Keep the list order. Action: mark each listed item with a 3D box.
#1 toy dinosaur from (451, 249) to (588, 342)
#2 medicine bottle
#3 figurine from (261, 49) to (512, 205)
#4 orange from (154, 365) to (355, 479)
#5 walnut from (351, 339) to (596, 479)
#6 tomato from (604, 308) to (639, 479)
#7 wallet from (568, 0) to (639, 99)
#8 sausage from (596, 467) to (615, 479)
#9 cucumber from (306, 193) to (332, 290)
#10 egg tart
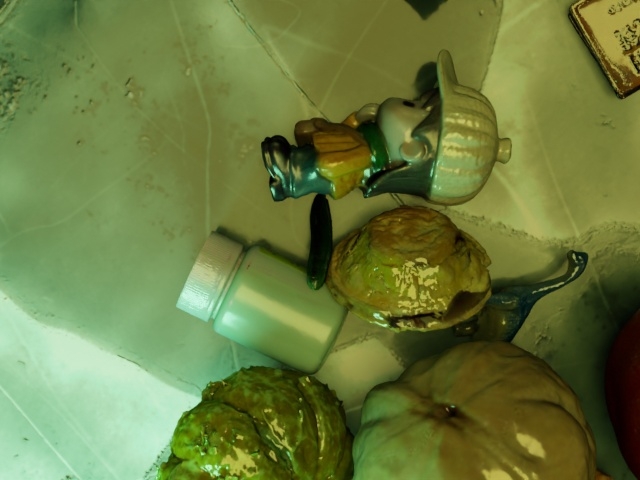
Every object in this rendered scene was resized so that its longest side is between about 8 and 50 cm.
[{"bbox_3d":[0.290,0.132,1.512,0.188,0.075,0.248,-1,107,-6],"label":"toy dinosaur"},{"bbox_3d":[-0.079,0.088,1.466,0.225,0.139,0.139,25,93,-3],"label":"medicine bottle"},{"bbox_3d":[0.093,-0.114,1.441,0.332,0.185,0.205,-26,101,4],"label":"figurine"},{"bbox_3d":[-0.094,0.324,1.422,0.301,0.223,0.300,-39,126,-32],"label":"orange"},{"bbox_3d":[0.202,0.314,1.363,0.381,0.381,0.381,0,94,-1],"label":"walnut"},{"bbox_3d":[0.550,0.220,1.409,0.289,0.293,0.325,-8,113,3],"label":"tomato"},{"bbox_3d":[0.476,-0.316,1.475,0.195,0.042,0.161,-30,95,18],"label":"wallet"},{"bbox_3d":[0.326,0.438,1.519,0.105,0.105,0.274,45,93,-4],"label":"sausage"},{"bbox_3d":[0.000,0.000,1.464,0.036,0.184,0.033,10,134,-5],"label":"cucumber"},{"bbox_3d":[0.125,0.028,1.426,0.241,0.241,0.106,0,127,-1],"label":"egg tart"}]
